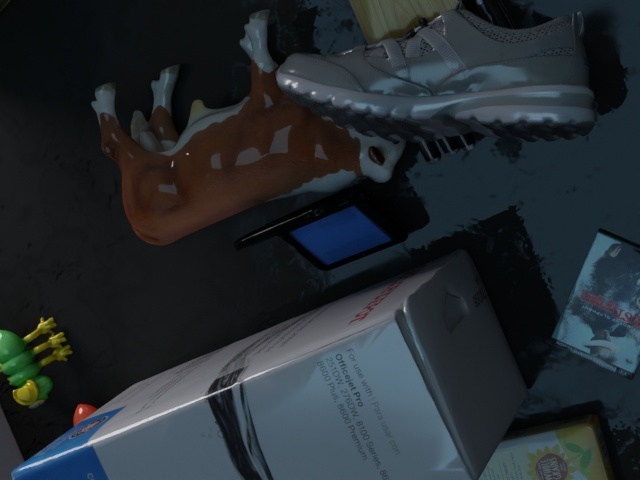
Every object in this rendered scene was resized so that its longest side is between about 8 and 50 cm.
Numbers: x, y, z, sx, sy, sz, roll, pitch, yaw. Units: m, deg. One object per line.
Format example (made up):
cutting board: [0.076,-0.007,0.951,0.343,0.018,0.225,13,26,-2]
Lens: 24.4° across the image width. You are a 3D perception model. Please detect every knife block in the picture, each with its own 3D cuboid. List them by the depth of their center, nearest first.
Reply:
knife block: [0.072,-0.215,1.368,0.276,0.088,0.242,24,105,11]

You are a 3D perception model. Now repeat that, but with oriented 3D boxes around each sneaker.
sneaker: [0.101,-0.150,1.290,0.281,0.105,0.115,4,81,14]

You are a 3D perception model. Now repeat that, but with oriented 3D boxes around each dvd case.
dvd case: [0.277,0.061,1.393,0.087,0.013,0.119,25,107,12]

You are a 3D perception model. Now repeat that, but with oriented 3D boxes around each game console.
game console: [0.000,0.000,1.400,0.122,0.107,0.071,-23,94,41]

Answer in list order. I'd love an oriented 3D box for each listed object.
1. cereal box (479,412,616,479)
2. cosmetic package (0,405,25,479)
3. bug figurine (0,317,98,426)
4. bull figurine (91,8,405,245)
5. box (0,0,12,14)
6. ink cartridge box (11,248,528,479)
cereal box: [0.174,0.277,1.445,0.240,0.047,0.173,-14,94,20]
cosmetic package: [-0.346,0.280,1.497,0.085,0.117,0.231,-17,101,23]
bug figurine: [-0.329,0.216,1.575,0.279,0.072,0.216,-32,89,20]
bull figurine: [-0.070,-0.105,1.427,0.310,0.101,0.188,-21,89,17]
box: [-0.348,-0.266,1.421,0.060,0.216,0.270,46,110,3]
ink cartridge box: [-0.033,0.173,1.364,0.395,0.285,0.166,-24,93,20]
